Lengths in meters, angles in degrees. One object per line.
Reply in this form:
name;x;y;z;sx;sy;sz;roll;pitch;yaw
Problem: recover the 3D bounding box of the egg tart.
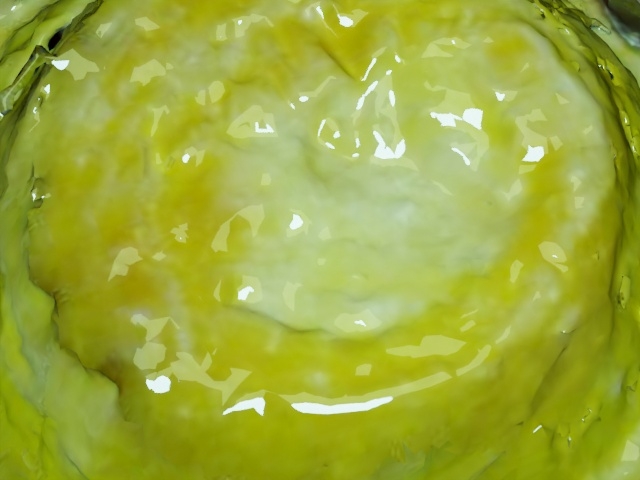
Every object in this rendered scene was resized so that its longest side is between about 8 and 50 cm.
egg tart;0.000;0.000;0.508;0.294;0.116;0.295;0;64;0
